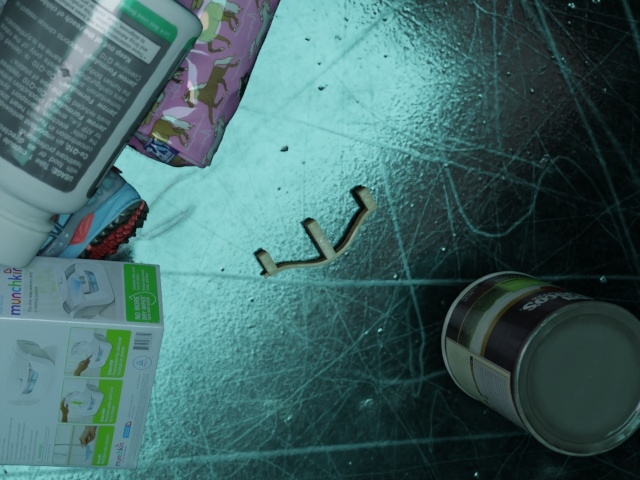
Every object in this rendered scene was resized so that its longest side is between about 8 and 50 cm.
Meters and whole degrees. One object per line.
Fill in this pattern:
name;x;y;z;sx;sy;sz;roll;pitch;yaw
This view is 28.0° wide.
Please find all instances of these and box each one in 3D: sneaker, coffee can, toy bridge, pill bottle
sneaker;-0.350;-0.001;1.672;0.262;0.104;0.125;-38;73;3
coffee can;0.304;0.160;1.754;0.201;0.275;0.202;-2;97;-15
toy bridge;0.000;0.000;1.784;0.188;0.026;0.063;-33;105;-8
pill bottle;-0.314;-0.161;1.486;0.204;0.204;0.361;33;95;-16

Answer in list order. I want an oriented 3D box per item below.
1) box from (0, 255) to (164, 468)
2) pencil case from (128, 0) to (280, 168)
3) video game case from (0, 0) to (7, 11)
box;-0.329;0.158;1.607;0.231;0.127;0.262;4;129;-14
pencil case;-0.147;-0.285;1.643;0.160;0.167;0.386;23;90;7
video game case;-0.388;-0.271;1.531;0.269;0.061;0.244;-41;148;-18
